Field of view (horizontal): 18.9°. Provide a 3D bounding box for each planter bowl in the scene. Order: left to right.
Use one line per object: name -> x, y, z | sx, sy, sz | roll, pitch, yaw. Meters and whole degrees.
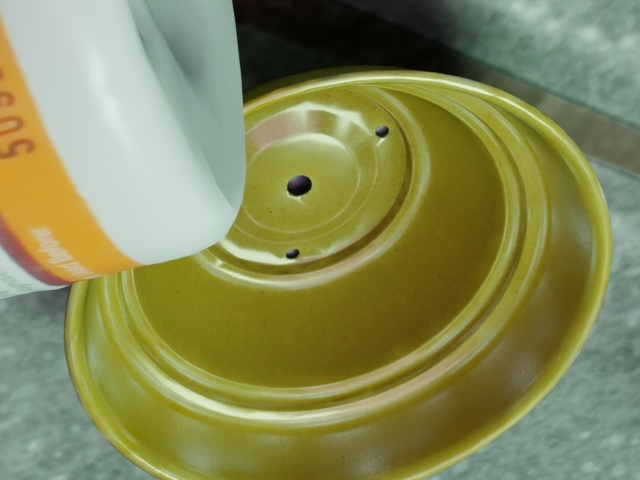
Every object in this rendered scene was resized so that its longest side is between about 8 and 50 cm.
planter bowl -> 0.000, 0.000, 0.774 | 0.217, 0.090, 0.217 | -8, 129, -10

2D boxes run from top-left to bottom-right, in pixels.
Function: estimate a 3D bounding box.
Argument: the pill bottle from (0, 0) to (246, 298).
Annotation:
pill bottle -> -0.235, -0.065, 0.547 | 0.392, 0.224, 0.224 | -13, 131, 6
